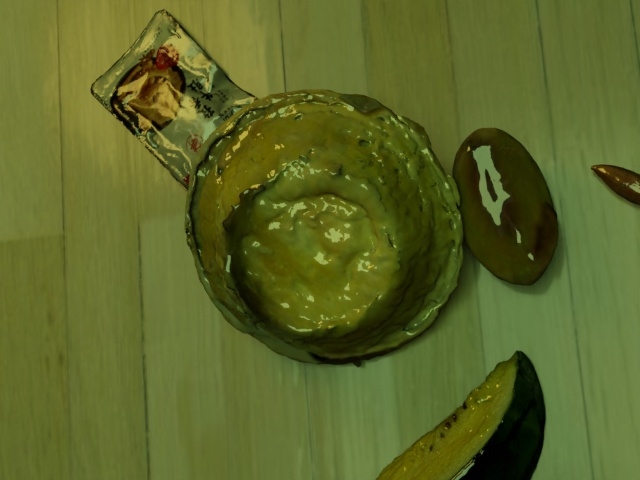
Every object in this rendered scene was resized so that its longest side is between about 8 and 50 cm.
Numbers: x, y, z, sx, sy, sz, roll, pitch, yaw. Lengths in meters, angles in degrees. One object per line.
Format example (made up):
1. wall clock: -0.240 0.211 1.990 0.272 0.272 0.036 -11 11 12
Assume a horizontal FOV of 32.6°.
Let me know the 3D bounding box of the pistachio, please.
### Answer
1. pistachio: 0.212 -0.037 1.276 0.110 0.100 0.189 -26 82 34

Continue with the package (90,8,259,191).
1. package: -0.189 -0.186 1.455 0.154 0.030 0.239 -47 70 3

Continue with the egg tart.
1. egg tart: 0.000 0.000 1.253 0.345 0.132 0.345 2 107 5

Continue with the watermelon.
1. watermelon: 0.152 0.265 1.256 0.301 0.123 0.129 -43 40 7

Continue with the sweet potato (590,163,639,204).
1. sweet potato: 0.357 -0.065 1.267 0.095 0.034 0.034 35 92 18
